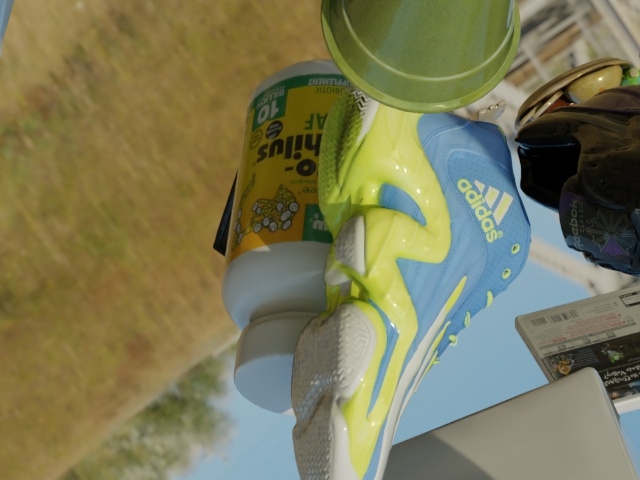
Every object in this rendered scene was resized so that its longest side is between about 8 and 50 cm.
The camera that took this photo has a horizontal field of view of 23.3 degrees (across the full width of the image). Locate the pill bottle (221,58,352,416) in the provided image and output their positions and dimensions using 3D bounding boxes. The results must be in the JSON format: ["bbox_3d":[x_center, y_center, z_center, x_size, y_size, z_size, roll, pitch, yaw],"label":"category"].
[{"bbox_3d":[0.000,0.000,0.974,0.117,0.117,0.208,-29,-136,44],"label":"pill bottle"}]

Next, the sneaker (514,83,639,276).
[{"bbox_3d":[0.195,-0.002,0.804,0.124,0.107,0.283,-13,-156,-15],"label":"sneaker"}]

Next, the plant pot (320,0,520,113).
[{"bbox_3d":[0.045,-0.102,0.601,0.083,0.083,0.079,-36,171,-15],"label":"plant pot"}]

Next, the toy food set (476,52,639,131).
[{"bbox_3d":[0.238,-0.126,1.435,0.192,0.039,0.132,-25,165,-2],"label":"toy food set"}]

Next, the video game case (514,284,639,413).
[{"bbox_3d":[0.339,0.123,1.754,0.190,0.022,0.173,-13,-141,-11],"label":"video game case"}]

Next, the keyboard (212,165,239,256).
[{"bbox_3d":[0.004,0.018,1.330,0.033,0.202,0.317,12,177,32],"label":"keyboard"}]

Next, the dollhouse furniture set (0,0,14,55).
[{"bbox_3d":[-0.239,-0.232,0.703,0.198,0.286,0.303,-63,172,-66],"label":"dollhouse furniture set"}]

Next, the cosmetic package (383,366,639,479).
[{"bbox_3d":[0.211,0.328,1.312,0.230,0.453,0.161,-22,-136,10],"label":"cosmetic package"}]

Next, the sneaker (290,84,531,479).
[{"bbox_3d":[0.058,0.034,0.846,0.126,0.240,0.091,7,179,-20],"label":"sneaker"}]
